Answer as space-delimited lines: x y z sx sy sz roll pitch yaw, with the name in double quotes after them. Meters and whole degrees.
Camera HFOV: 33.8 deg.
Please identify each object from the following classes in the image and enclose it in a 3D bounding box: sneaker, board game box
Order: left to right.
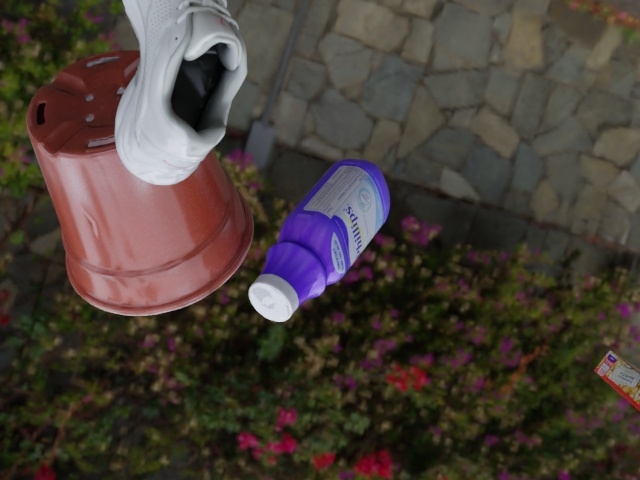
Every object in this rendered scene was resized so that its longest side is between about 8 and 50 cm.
-0.093 -0.162 0.797 0.090 0.232 0.115 3 173 -35 "sneaker"
0.525 0.255 1.597 0.147 0.045 0.193 31 -171 -27 "board game box"

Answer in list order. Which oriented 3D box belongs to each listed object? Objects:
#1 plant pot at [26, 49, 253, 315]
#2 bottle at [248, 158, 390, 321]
-0.246 -0.088 1.390 0.272 0.272 0.265 19 144 26 "plant pot"
0.000 0.000 1.464 0.092 0.118 0.283 7 -142 31 "bottle"
